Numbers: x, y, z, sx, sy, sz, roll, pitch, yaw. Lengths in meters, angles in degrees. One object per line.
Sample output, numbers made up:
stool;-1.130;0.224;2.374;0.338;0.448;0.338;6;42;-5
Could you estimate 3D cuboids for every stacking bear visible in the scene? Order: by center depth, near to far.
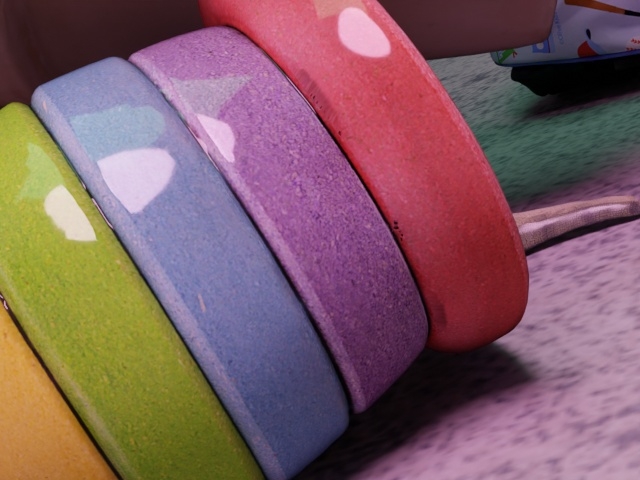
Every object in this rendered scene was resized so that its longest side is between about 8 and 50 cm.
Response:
stacking bear;-0.092;0.039;0.436;0.289;0.175;0.164;-33;12;-8

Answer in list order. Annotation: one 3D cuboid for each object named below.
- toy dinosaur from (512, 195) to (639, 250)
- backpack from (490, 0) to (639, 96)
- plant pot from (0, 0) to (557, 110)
toy dinosaur;0.000;0.000;0.589;0.268;0.118;0.064;-22;-32;-16
backpack;0.230;-0.224;0.949;0.277;0.213;0.263;-10;26;37
plant pot;-0.020;-0.201;0.611;0.280;0.323;0.323;8;16;6
